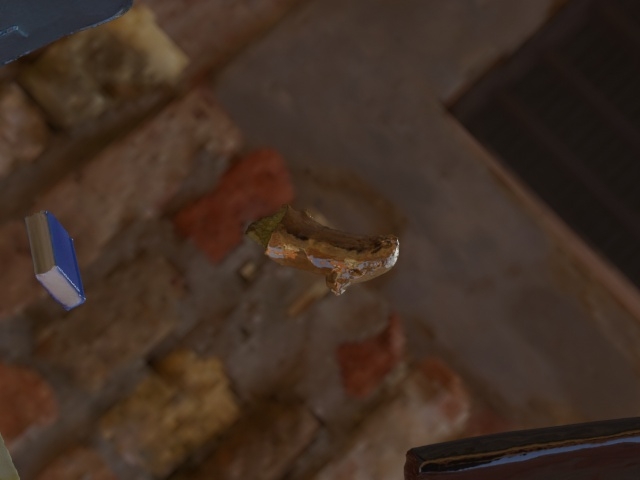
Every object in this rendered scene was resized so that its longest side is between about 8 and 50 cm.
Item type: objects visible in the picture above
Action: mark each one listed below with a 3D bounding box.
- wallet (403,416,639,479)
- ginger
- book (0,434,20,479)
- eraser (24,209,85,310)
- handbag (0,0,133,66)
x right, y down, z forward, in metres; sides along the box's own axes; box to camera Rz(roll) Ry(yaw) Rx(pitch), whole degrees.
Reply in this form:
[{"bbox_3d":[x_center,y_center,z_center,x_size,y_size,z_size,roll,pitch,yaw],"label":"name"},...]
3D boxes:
[{"bbox_3d":[0.280,0.245,2.160,0.377,0.051,0.197,-7,155,-2],"label":"wallet"},{"bbox_3d":[-0.002,0.005,1.674,0.044,0.137,0.057,89,21,-57],"label":"ginger"},{"bbox_3d":[-0.307,0.192,1.496,0.201,0.289,0.026,9,133,-46],"label":"book"},{"bbox_3d":[-0.261,0.018,1.941,0.027,0.085,0.063,-27,137,9],"label":"eraser"},{"bbox_3d":[-0.282,-0.233,1.780,0.179,0.062,0.229,-26,163,6],"label":"handbag"}]
